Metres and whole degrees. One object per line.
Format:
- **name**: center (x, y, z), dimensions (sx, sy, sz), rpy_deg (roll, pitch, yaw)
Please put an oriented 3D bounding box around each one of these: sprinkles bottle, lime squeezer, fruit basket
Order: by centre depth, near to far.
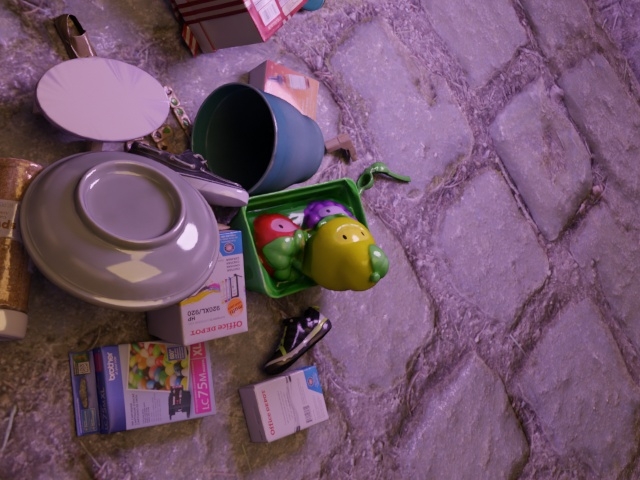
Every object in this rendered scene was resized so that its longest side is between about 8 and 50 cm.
- **sprinkles bottle**: center (-0.629, 0.018, 1.559), dimensions (0.121, 0.121, 0.356), rpy_deg (13, 71, -34)
- **fruit basket**: center (0.000, 0.000, 1.888), dimensions (0.392, 0.392, 0.283), rpy_deg (-15, 89, -38)
- **lime squeezer**: center (0.148, -0.160, 2.246), dimensions (0.310, 0.058, 0.110), rpy_deg (-35, 131, -39)

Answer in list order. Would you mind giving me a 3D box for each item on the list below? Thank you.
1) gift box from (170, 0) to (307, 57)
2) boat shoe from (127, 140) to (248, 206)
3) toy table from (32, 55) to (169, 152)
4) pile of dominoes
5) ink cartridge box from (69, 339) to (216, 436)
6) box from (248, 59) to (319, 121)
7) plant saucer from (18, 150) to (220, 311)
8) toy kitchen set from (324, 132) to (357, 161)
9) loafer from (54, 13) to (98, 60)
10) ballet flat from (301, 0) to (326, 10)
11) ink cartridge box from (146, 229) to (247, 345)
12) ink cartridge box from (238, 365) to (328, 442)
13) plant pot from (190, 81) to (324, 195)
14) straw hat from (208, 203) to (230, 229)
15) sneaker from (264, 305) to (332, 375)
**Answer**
- **gift box**: center (-0.217, -0.604, 1.943), dimensions (0.255, 0.258, 0.276), rpy_deg (-48, 128, -36)
- **boat shoe**: center (-0.301, -0.156, 1.782), dimensions (0.301, 0.108, 0.102), rpy_deg (15, 77, 8)
- **toy table**: center (-0.485, -0.294, 1.696), dimensions (0.274, 0.161, 0.252), rpy_deg (14, 81, -28)
- **pile of dominoes**: center (-0.376, -0.250, 1.866), dimensions (0.196, 0.040, 0.251), rpy_deg (-36, 101, -37)
- **ink cartridge box**: center (-0.384, 0.315, 1.714), dimensions (0.311, 0.065, 0.186), rpy_deg (-2, 80, -36)
- **box**: center (-0.101, -0.380, 2.073), dimensions (0.170, 0.091, 0.130), rpy_deg (16, 70, -34)
- **plant saucer**: center (-0.381, -0.050, 1.546), dimensions (0.400, 0.100, 0.401), rpy_deg (16, 47, -18)
- **toy kitchen set**: center (0.054, -0.263, 2.207), dimensions (0.083, 0.075, 0.068), rpy_deg (66, 1, -46)
- **loafer**: center (-0.550, -0.449, 1.774), dimensions (0.056, 0.050, 0.148), rpy_deg (-41, 104, -36)
- **ballet flat**: center (-0.132, -0.749, 2.137), dimensions (0.348, 0.123, 0.123), rpy_deg (23, 66, -31)
- **ink cartridge box**: center (-0.281, 0.098, 1.745), dimensions (0.171, 0.168, 0.233), rpy_deg (-8, 99, -38)
- **ink cartridge box**: center (-0.088, 0.398, 1.903), dimensions (0.190, 0.082, 0.140), rpy_deg (-11, 86, -37)
- **plant pot**: center (-0.134, -0.233, 1.920), dimensions (0.255, 0.271, 0.272), rpy_deg (0, 79, -54)
- **straw hat**: center (-0.276, -0.056, 1.785), dimensions (0.144, 0.144, 0.061), rpy_deg (-9, 99, -38)
- **sneaker**: center (-0.073, 0.248, 1.970), dimensions (0.097, 0.084, 0.234), rpy_deg (46, 51, 10)
